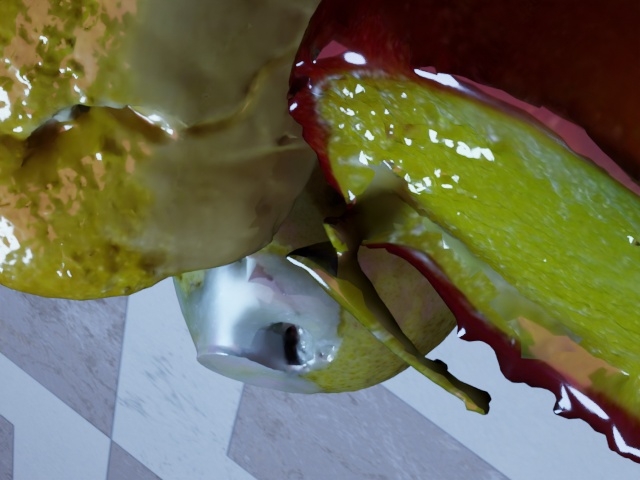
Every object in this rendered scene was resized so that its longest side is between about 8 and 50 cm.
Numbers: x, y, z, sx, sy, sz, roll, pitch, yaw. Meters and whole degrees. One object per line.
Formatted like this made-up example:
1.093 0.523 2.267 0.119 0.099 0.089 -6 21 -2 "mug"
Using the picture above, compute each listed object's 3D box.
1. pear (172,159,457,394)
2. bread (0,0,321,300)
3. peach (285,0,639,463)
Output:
0.000 0.000 1.293 0.271 0.271 0.271 29 143 24 "pear"
-0.160 -0.158 1.095 0.361 0.250 0.394 41 117 33 "bread"
0.193 -0.060 0.940 0.406 0.310 0.335 34 150 5 "peach"
